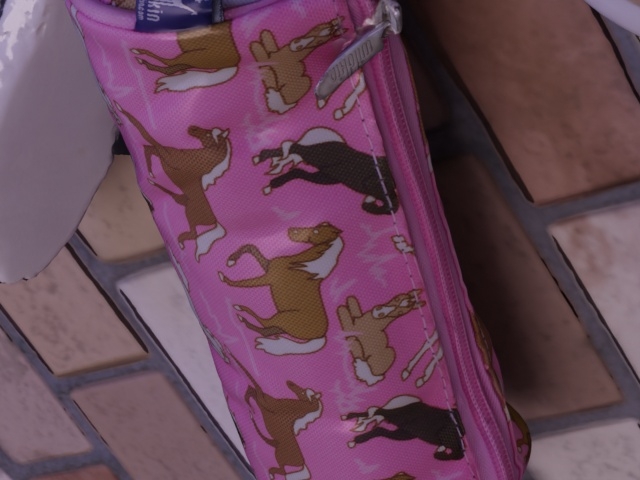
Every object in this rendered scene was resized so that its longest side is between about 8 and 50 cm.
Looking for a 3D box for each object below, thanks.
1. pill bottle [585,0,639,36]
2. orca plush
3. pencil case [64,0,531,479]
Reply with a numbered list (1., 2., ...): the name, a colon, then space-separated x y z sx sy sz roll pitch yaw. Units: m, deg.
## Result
1. pill bottle: 0.178 -0.207 0.622 0.153 0.153 0.264 21 134 11
2. orca plush: -0.171 -0.117 0.926 0.102 0.151 0.287 42 148 36
3. pencil case: 0.000 0.000 0.897 0.160 0.167 0.386 -19 124 -2
